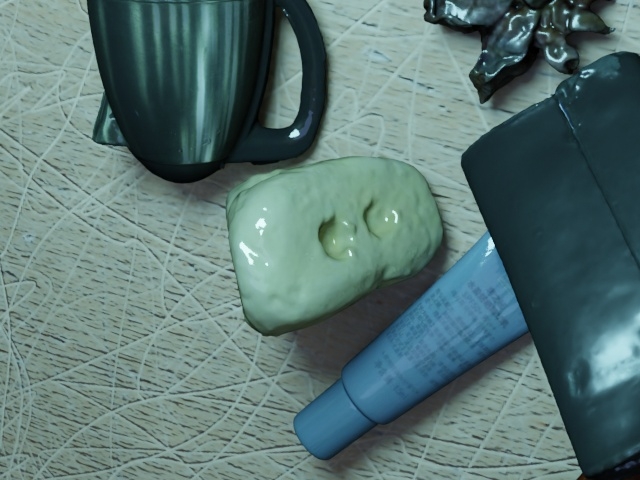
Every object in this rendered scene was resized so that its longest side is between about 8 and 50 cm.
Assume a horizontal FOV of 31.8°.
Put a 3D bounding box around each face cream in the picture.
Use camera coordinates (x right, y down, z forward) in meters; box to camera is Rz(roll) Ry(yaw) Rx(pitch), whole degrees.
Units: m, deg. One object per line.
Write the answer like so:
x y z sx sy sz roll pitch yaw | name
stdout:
0.126 0.124 1.311 0.385 0.086 0.135 -41 88 19 | face cream

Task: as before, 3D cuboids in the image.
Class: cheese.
-0.001 -0.002 1.252 0.251 0.248 0.173 -12 98 17 | cheese

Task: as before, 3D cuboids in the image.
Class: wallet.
0.288 0.012 1.103 0.228 0.062 0.406 -35 50 24 | wallet

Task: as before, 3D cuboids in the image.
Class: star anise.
0.208 -0.272 1.182 0.214 0.099 0.220 -17 94 15 | star anise

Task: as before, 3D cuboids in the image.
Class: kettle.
-0.147 -0.201 1.311 0.207 0.251 0.271 25 120 47 | kettle

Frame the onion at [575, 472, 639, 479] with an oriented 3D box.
0.363 0.341 1.122 0.354 0.353 0.353 5 103 21 | onion
